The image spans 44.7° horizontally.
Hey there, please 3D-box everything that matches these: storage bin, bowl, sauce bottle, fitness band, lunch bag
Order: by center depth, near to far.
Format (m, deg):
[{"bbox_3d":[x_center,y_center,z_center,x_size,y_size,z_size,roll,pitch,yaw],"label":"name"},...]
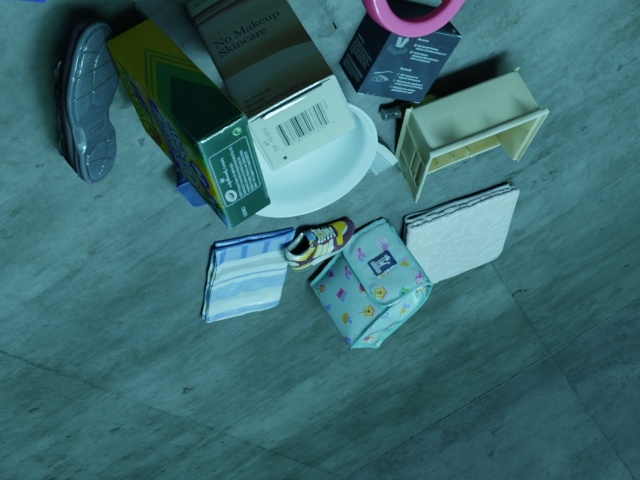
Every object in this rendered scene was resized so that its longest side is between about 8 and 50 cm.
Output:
[{"bbox_3d":[0.173,-0.475,1.257,0.208,0.054,0.291,2,118,-35],"label":"fitness band"},{"bbox_3d":[-0.053,-0.191,1.468,0.297,0.134,0.298,-15,144,-11],"label":"bowl"},{"bbox_3d":[-0.239,-0.119,1.505,0.067,0.065,0.098,-16,149,10],"label":"lunch bag"},{"bbox_3d":[0.186,-0.275,1.615,0.128,0.042,0.042,-14,144,-19],"label":"sauce bottle"},{"bbox_3d":[0.308,-0.216,1.661,0.262,0.123,0.260,-22,162,-8],"label":"storage bin"},{"bbox_3d":[0.132,0.106,1.917,0.160,0.223,0.262,5,134,-48],"label":"lunch bag"}]

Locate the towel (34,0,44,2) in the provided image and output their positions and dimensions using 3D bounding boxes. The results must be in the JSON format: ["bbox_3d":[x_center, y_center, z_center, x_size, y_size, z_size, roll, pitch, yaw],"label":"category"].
[{"bbox_3d":[-0.486,-0.390,0.962,0.308,0.076,0.228,-10,143,-25],"label":"towel"}]

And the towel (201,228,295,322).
[{"bbox_3d":[-0.172,0.088,1.854,0.209,0.034,0.285,-12,143,-24],"label":"towel"}]

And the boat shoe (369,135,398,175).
[{"bbox_3d":[0.084,-0.191,1.619,0.081,0.079,0.227,-42,147,13],"label":"boat shoe"}]

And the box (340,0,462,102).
[{"bbox_3d":[0.146,-0.350,1.439,0.155,0.093,0.158,1,137,-34],"label":"box"}]

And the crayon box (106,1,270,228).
[{"bbox_3d":[-0.212,-0.191,1.187,0.083,0.323,0.203,-34,148,-14],"label":"crayon box"}]

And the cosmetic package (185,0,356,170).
[{"bbox_3d":[-0.081,-0.273,1.203,0.153,0.296,0.129,-30,145,1],"label":"cosmetic package"}]

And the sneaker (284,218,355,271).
[{"bbox_3d":[0.000,0.000,1.810,0.185,0.069,0.084,-36,149,-9],"label":"sneaker"}]

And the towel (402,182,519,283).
[{"bbox_3d":[0.357,0.000,2.089,0.331,0.053,0.317,-19,144,-14],"label":"towel"}]

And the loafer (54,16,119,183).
[{"bbox_3d":[-0.388,-0.224,1.241,0.109,0.095,0.303,-46,159,-41],"label":"loafer"}]
